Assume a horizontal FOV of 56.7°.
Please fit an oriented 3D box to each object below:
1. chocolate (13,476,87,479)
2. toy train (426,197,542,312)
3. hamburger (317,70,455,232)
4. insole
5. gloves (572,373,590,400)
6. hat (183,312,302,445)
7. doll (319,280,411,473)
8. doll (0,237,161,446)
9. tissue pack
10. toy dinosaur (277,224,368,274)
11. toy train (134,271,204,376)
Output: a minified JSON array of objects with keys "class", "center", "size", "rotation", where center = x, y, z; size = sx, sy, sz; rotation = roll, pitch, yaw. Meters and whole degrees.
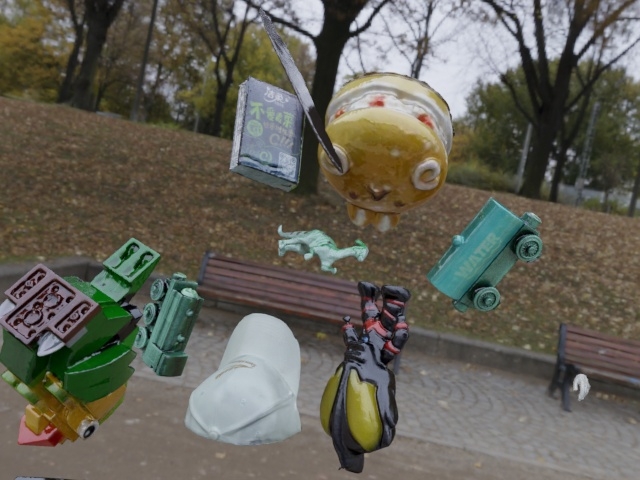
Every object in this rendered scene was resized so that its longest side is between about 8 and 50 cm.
[{"class":"chocolate","center":[-0.411,0.593,1.033],"size":[0.384,0.383,0.331],"rotation":[9,-28,-45]},{"class":"toy train","center":[0.325,0.031,1.188],"size":[0.159,0.248,0.101],"rotation":[29,17,-21]},{"class":"hamburger","center":[0.118,-0.157,1.164],"size":[0.261,0.186,0.302],"rotation":[17,-32,-4]},{"class":"insole","center":[-0.031,-0.208,0.780],"size":[0.111,0.007,0.327],"rotation":[44,19,-51]},{"class":"gloves","center":[0.630,0.350,1.437],"size":[0.044,0.080,0.037],"rotation":[20,-31,-5]},{"class":"hat","center":[-0.169,0.306,1.340],"size":[0.258,0.301,0.168],"rotation":[3,-23,19]},{"class":"doll","center":[0.056,0.178,0.786],"size":[0.088,0.248,0.127],"rotation":[15,-7,-8]},{"class":"doll","center":[-0.219,0.102,0.539],"size":[0.106,0.186,0.134],"rotation":[27,29,21]},{"class":"tissue pack","center":[-0.124,-0.254,1.426],"size":[0.173,0.235,0.073],"rotation":[15,-21,-34]},{"class":"toy dinosaur","center":[0.000,0.000,0.430],"size":[0.062,0.021,0.083],"rotation":[-7,29,-5]},{"class":"toy train","center":[-0.262,0.144,1.035],"size":[0.111,0.170,0.071],"rotation":[25,6,42]}]
